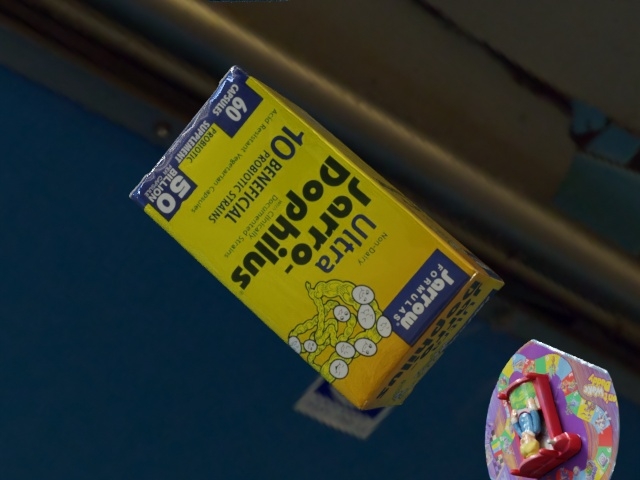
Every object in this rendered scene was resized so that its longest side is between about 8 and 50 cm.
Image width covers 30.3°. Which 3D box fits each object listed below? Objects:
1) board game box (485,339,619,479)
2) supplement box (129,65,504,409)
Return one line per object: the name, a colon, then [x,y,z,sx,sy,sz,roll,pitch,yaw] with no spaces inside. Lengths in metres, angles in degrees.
board game box: [0.180,0.157,0.994,0.033,0.133,0.169,12,-174,-29]
supplement box: [0.000,0.000,1.329,0.356,0.194,0.195,41,-173,16]
